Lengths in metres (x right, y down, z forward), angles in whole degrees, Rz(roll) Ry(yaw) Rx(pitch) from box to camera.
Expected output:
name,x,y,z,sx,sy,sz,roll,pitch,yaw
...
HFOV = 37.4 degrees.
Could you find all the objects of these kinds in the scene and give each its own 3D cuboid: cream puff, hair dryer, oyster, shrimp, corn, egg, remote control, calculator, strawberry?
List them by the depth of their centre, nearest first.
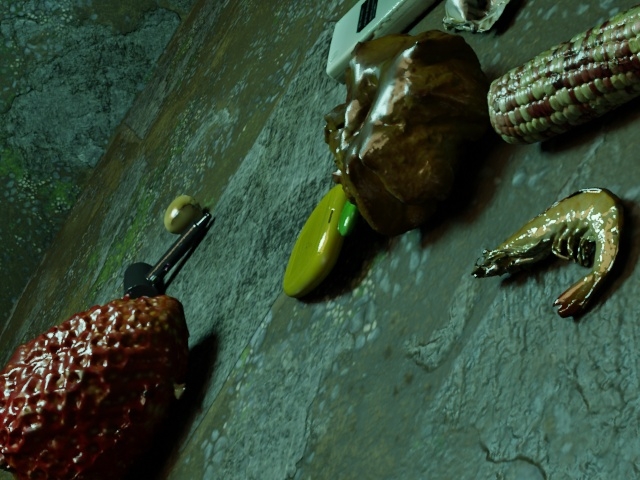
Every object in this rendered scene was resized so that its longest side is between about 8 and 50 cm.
name,x,y,z,sx,sy,sz,roll,pitch,yaw
shrimp,0.209,0.026,0.870,0.178,0.034,0.124,-33,40,38
corn,0.267,-0.163,0.914,0.253,0.086,0.086,-24,41,50
cream puff,0.104,-0.143,1.145,0.241,0.155,0.269,-58,29,15
oyster,0.210,-0.327,1.268,0.166,0.053,0.108,30,108,60
calculator,0.000,0.000,1.269,0.235,0.032,0.146,132,157,-60
strawberry,-0.338,0.245,1.462,0.343,0.292,0.292,-37,28,13
remote control,0.133,-0.394,1.506,0.344,0.050,0.145,-36,32,42
hair dryer,-0.301,0.029,1.863,0.248,0.071,0.114,-49,25,12
egg,-0.275,-0.048,1.885,0.083,0.071,0.071,-43,20,-12
